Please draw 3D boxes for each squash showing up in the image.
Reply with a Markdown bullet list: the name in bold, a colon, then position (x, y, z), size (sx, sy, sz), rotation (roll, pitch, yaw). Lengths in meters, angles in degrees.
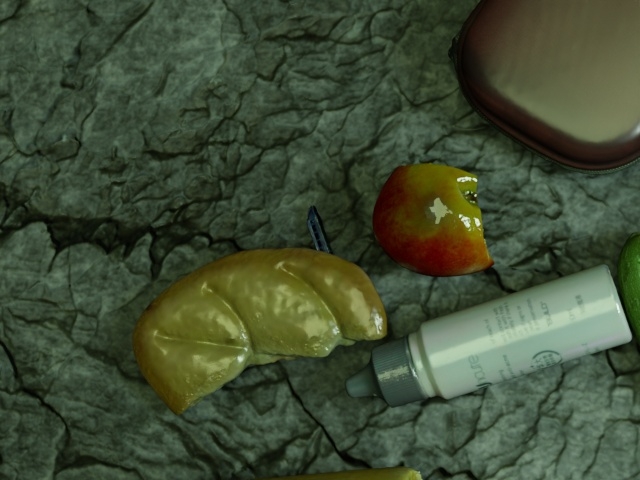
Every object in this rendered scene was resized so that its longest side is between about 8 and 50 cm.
- **squash**: position (0.371, 0.094, 1.473), size (0.077, 0.068, 0.219), rotation (-24, 78, 4)

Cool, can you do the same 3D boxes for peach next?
- **peach**: position (0.119, -0.022, 1.523), size (0.118, 0.151, 0.151), rotation (-26, 77, -4)

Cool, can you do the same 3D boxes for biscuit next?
- **biscuit**: position (-0.078, 0.086, 1.585), size (0.299, 0.045, 0.154), rotation (-22, 77, 14)

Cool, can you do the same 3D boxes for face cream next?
- **face cream**: position (0.173, 0.113, 1.506), size (0.311, 0.092, 0.092), rotation (-18, 79, 9)

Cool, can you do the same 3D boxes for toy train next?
- **toy train**: position (0.000, 0.000, 1.602), size (0.017, 0.017, 0.083), rotation (-23, 78, 17)

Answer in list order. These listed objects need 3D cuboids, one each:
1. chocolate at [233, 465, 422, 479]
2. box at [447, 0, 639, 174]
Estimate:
- **chocolate**: position (-0.098, 0.335, 1.506), size (0.446, 0.162, 0.162), rotation (-6, 81, 14)
- **box**: position (0.330, -0.269, 1.512), size (0.263, 0.108, 0.404), rotation (35, 91, 16)
